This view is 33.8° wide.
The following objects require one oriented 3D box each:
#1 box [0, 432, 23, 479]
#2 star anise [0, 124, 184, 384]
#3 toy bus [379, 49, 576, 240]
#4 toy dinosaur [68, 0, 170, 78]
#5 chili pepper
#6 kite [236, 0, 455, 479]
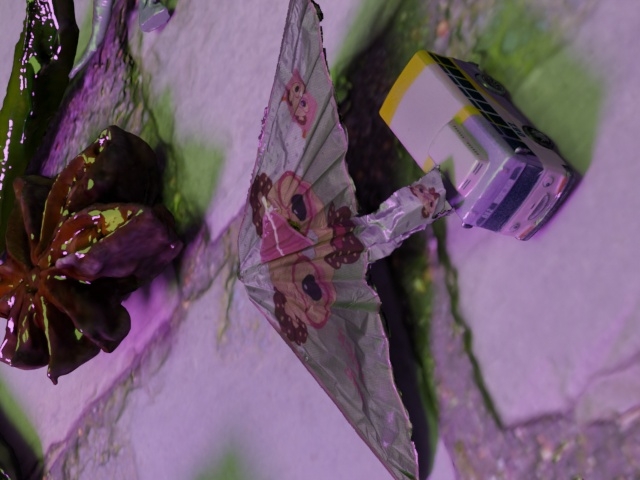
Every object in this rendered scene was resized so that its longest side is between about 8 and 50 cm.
[{"bbox_3d":[-0.419,0.304,1.068,0.350,0.091,0.359,36,113,48],"label":"box"},{"bbox_3d":[-0.193,0.012,0.846,0.214,0.099,0.220,-59,38,6],"label":"star anise"},{"bbox_3d":[0.079,-0.051,0.548,0.052,0.058,0.102,-57,45,28],"label":"toy bus"},{"bbox_3d":[-0.157,-0.249,0.874,0.242,0.053,0.167,-50,47,33],"label":"toy dinosaur"},{"bbox_3d":[-0.282,-0.117,0.974,0.085,0.076,0.359,58,135,41],"label":"chili pepper"},{"bbox_3d":[0.000,0.000,0.629,0.268,0.013,0.322,-17,83,61],"label":"kite"}]
